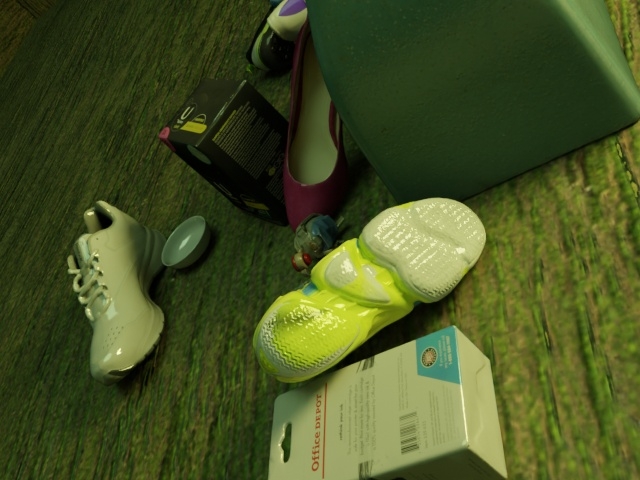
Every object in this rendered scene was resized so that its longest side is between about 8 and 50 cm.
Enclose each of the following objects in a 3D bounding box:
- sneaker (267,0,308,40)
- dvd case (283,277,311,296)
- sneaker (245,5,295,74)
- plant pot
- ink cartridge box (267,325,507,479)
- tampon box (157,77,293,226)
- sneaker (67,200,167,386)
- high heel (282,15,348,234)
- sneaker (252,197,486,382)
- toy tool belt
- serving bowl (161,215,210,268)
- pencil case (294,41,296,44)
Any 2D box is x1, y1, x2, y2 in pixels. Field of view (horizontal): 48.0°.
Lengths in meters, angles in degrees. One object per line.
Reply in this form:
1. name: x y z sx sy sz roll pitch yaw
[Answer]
1. sneaker: 0.046 -0.313 0.826 0.236 0.323 0.130 -30 76 -4
2. dvd case: 0.007 0.064 0.741 0.119 0.013 0.087 -35 36 19
3. sneaker: -0.058 -0.375 1.189 0.097 0.084 0.234 6 60 53
4. plant pot: 0.120 -0.221 0.691 0.247 0.252 0.247 -25 41 29
5. ink cartridge box: 0.047 0.151 0.567 0.180 0.060 0.104 -26 40 28
6. tampon box: -0.096 -0.111 0.897 0.101 0.161 0.120 -55 34 -11
7. sneaker: -0.283 0.065 0.955 0.111 0.129 0.297 -35 37 15
8. high heel: -0.009 -0.125 0.799 0.082 0.117 0.243 15 91 18
9. sneaker: 0.037 0.047 0.653 0.240 0.091 0.126 -29 -11 -22
10. toy tool belt: 0.000 0.000 0.776 0.051 0.052 0.083 -24 21 21
11. serving bowl: -0.180 0.007 0.989 0.083 0.027 0.083 -28 38 25
12. pencil case: -0.013 -0.390 1.080 0.095 0.098 0.209 -41 51 53
